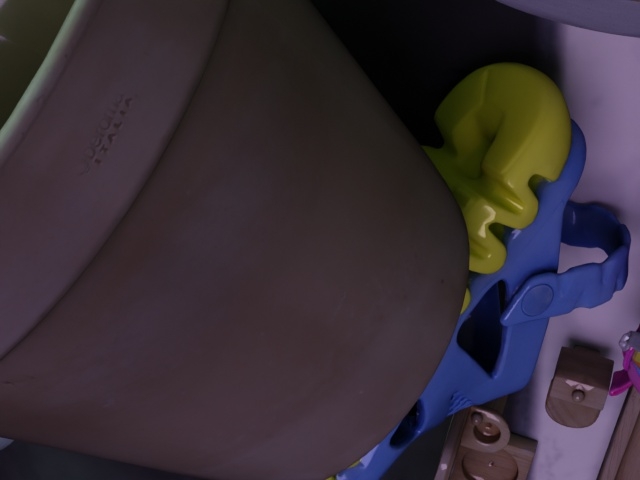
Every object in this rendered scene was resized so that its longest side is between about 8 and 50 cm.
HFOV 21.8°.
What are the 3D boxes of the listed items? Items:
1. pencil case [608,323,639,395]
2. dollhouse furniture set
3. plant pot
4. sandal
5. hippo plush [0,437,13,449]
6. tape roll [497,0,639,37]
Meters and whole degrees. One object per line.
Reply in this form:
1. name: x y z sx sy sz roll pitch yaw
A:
1. pencil case: 0.226 -0.004 0.917 0.104 0.104 0.236 11 121 11
2. dollhouse furniture set: 0.146 0.151 1.020 0.151 0.123 0.144 17 124 7
3. plant pot: -0.085 -0.019 0.817 0.280 0.323 0.323 33 127 -30
4. sandal: 0.068 0.060 0.951 0.138 0.126 0.317 30 105 -32
5. hippo plush: -0.270 0.054 1.023 0.294 0.234 0.236 -32 106 30
6. tape roll: 0.157 -0.165 0.776 0.219 0.072 0.219 9 168 2
